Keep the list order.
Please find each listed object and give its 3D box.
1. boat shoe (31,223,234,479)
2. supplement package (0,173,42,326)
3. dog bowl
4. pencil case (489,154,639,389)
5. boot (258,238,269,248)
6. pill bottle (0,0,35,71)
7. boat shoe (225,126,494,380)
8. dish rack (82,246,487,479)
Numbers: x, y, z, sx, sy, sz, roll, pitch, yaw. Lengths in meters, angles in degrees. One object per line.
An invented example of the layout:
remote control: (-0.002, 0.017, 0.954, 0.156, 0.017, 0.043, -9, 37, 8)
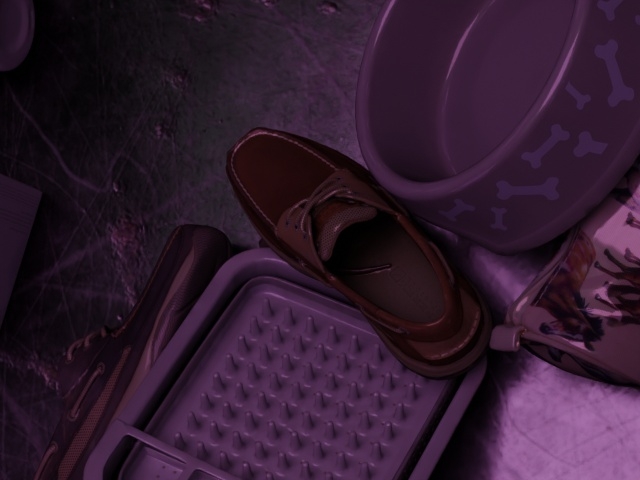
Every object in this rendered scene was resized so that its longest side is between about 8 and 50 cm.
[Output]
boat shoe: (-0.199, 0.140, 1.788, 0.130, 0.132, 0.355, 21, 86, 23)
supplement package: (-0.384, 0.012, 1.897, 0.105, 0.105, 0.179, 14, 85, 22)
dog bowl: (0.164, -0.164, 1.630, 0.349, 0.102, 0.349, -33, 45, 40)
pencil case: (0.310, -0.054, 1.609, 0.183, 0.160, 0.410, 27, 90, -10)
boot: (0.000, 0.000, 1.789, 0.114, 0.037, 0.106, -47, 54, 3)
pill bottle: (-0.418, -0.242, 1.960, 0.193, 0.108, 0.108, 6, 82, 22)
boat shoe: (0.032, -0.007, 1.680, 0.324, 0.120, 0.122, 40, 84, 27)
dish rack: (-0.027, 0.179, 1.675, 0.285, 0.072, 0.333, 21, 57, 18)
